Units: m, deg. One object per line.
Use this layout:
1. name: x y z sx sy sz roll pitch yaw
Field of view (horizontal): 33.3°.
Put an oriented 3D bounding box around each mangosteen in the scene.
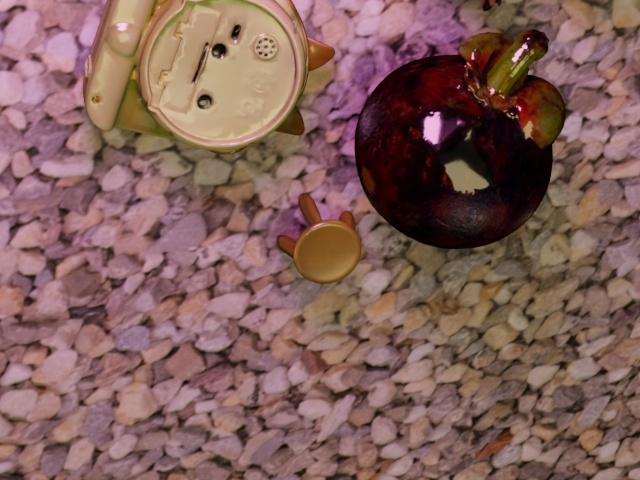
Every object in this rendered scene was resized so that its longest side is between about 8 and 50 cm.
1. mangosteen: 0.217 -0.149 1.593 0.306 0.306 0.359 20 147 -21

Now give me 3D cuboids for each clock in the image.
1. clock: -0.154 -0.263 1.573 0.349 0.117 0.286 15 110 -20

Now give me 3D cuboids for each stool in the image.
1. stool: 0.000 0.000 1.735 0.134 0.110 0.135 -21 118 -3

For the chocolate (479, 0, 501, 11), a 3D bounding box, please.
1. chocolate: 0.215 -0.442 1.562 0.147 0.221 0.221 12 112 4
